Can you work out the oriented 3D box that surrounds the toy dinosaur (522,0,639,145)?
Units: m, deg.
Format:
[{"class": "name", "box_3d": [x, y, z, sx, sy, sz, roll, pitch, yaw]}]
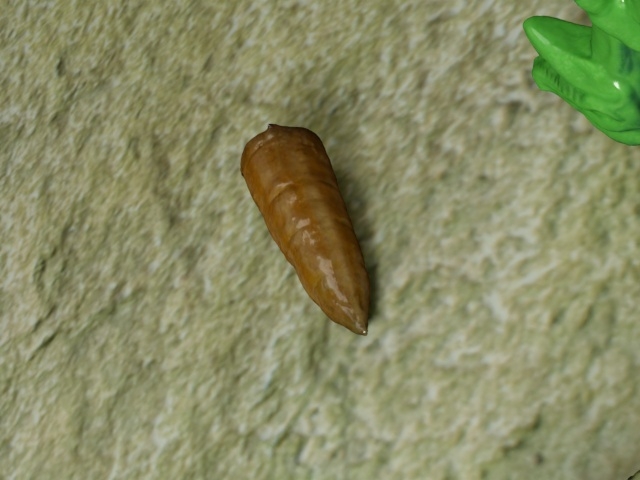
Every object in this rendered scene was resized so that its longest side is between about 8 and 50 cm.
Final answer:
[{"class": "toy dinosaur", "box_3d": [0.315, -0.113, 1.024, 0.500, 0.374, 0.144, 25, 65, 26]}]

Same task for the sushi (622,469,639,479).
[{"class": "sushi", "box_3d": [0.197, 0.153, 0.948, 0.134, 0.109, 0.273, -25, 1, -21]}]

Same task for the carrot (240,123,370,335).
[{"class": "carrot", "box_3d": [0.000, 0.000, 1.362, 0.072, 0.072, 0.205, -38, 49, 14]}]
